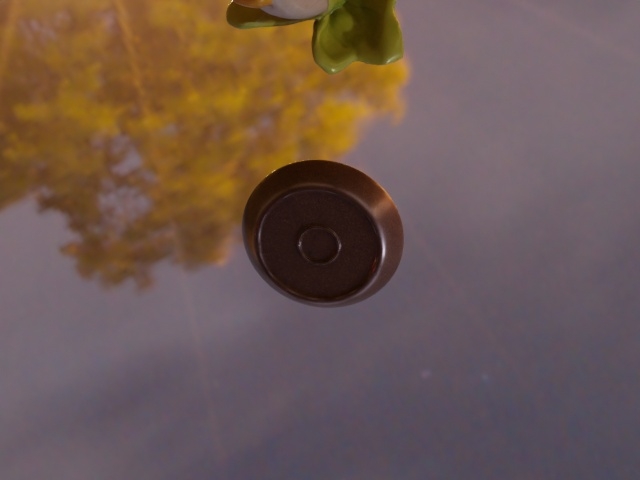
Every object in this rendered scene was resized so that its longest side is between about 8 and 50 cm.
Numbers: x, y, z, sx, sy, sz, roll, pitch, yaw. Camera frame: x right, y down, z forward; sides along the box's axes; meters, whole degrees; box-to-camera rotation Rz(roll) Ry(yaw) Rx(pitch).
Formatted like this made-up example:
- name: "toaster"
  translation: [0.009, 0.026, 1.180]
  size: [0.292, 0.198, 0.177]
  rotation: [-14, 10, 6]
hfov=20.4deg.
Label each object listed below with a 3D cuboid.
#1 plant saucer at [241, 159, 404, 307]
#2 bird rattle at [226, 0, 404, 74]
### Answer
- name: "plant saucer"
  translation: [0.000, 0.000, 1.810]
  size: [0.168, 0.168, 0.029]
  rotation: [-16, -157, 17]
- name: "bird rattle"
  translation: [0.009, -0.257, 1.364]
  size: [0.143, 0.253, 0.207]
  rotation: [25, -162, 24]
